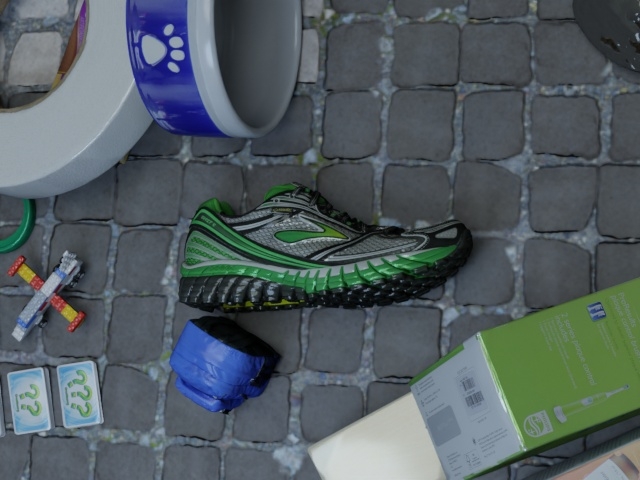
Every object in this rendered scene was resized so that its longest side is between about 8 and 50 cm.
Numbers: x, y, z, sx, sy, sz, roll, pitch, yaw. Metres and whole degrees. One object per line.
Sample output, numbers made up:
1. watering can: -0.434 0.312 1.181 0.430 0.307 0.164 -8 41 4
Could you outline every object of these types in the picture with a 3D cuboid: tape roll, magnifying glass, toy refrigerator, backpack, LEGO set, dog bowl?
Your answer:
1. tape roll: -0.340 -0.244 1.927 0.392 0.072 0.392 -7 75 27
2. magnifying glass: -0.414 -0.094 2.003 0.092 0.026 0.231 -21 78 14
3. toy refrigerator: 0.132 0.204 1.749 0.269 0.094 0.102 -30 81 12
4. backpack: -0.113 0.142 1.819 0.098 0.120 0.101 25 90 19
5. LEGO set: -0.363 0.110 1.932 0.182 0.060 0.244 -9 84 16
6. dog bowl: -0.114 -0.246 1.802 0.104 0.265 0.265 1 82 20

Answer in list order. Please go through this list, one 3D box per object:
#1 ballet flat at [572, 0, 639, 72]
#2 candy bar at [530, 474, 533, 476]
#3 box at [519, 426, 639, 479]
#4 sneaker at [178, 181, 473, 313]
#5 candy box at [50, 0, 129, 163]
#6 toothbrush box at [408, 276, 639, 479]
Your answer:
1. ballet flat: 0.386 -0.212 1.753 0.250 0.058 0.084 32 128 24
2. candy bar: 0.299 0.239 1.727 0.161 0.018 0.040 -26 75 13
3. box: 0.295 0.284 1.671 0.170 0.091 0.130 -27 87 12
4. sneaker: 0.000 0.000 1.798 0.343 0.134 0.146 -2 80 18
5. candy box: -0.258 -0.198 1.952 0.109 0.053 0.187 20 90 21
6. toothbrush box: 0.258 0.126 1.576 0.283 0.206 0.122 -16 78 -19
